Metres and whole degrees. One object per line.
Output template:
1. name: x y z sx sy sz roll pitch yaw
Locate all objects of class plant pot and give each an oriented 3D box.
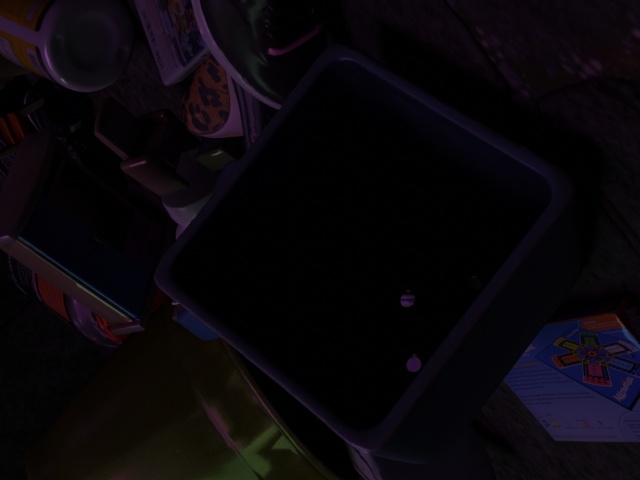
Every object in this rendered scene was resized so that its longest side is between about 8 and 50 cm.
1. plant pot: 0.069 0.038 1.015 0.248 0.247 0.252 36 176 31
2. plant pot: -0.194 0.278 1.668 0.366 0.353 0.366 54 -175 -7

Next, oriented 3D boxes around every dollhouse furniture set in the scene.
1. dollhouse furniture set: -0.511 -0.238 1.750 0.259 0.135 0.262 3 116 64
2. dollhouse furniture set: -0.139 -0.069 1.244 0.303 0.286 0.198 -12 141 35

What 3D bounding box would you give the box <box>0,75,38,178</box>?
1. box: -0.537 -0.224 1.991 0.261 0.103 0.184 51 158 -12

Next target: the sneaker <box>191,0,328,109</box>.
1. sneaker: -0.030 -0.202 0.942 0.147 0.105 0.295 35 153 46

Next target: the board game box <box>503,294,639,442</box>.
1. board game box: 0.245 0.125 1.115 0.145 0.027 0.281 49 161 -6

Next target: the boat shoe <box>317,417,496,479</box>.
1. boat shoe: 0.101 0.276 1.556 0.367 0.136 0.156 31 155 47

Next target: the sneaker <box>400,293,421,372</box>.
1. sneaker: 0.091 0.091 1.317 0.161 0.102 0.282 69 165 -1

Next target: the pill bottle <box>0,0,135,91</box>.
1. pill bottle: -0.319 -0.254 1.440 0.208 0.119 0.119 27 152 45

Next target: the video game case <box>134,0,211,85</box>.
1. video game case: -0.145 -0.256 1.110 0.183 0.023 0.201 -15 94 69

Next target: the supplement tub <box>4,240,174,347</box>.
1. supplement tub: -0.356 0.046 1.971 0.338 0.207 0.207 24 150 49

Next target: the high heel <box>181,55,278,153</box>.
1. high heel: -0.088 -0.189 1.192 0.261 0.093 0.186 -137 39 -63

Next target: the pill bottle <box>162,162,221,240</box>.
1. pill bottle: -0.100 0.012 1.487 0.121 0.121 0.216 20 147 53

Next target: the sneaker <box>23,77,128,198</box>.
1. sneaker: -0.358 -0.143 1.797 0.217 0.079 0.121 52 162 -8
